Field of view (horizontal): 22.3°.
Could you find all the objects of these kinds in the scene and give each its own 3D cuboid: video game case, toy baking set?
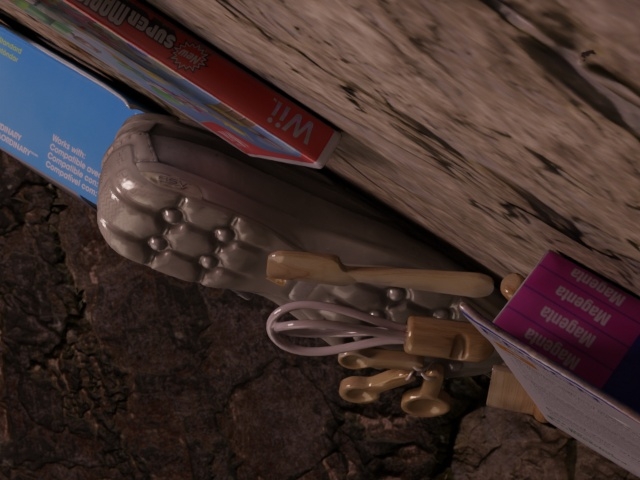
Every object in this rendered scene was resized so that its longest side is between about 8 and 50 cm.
[{"bbox_3d":[-0.133,-0.128,0.912,0.285,0.025,0.204,32,177,-14],"label":"video game case"},{"bbox_3d":[0.077,0.072,1.065,0.196,0.030,0.256,-10,146,24],"label":"toy baking set"}]

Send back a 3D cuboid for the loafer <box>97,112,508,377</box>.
[{"bbox_3d":[0.000,0.000,1.117,0.319,0.112,0.111,26,-142,-20],"label":"loafer"}]

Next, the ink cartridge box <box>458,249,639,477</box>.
[{"bbox_3d":[0.245,0.122,0.814,0.324,0.071,0.330,31,174,20],"label":"ink cartridge box"}]

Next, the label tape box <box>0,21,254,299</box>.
[{"bbox_3d":[-0.206,-0.082,1.586,0.249,0.115,0.347,30,178,29],"label":"label tape box"}]
